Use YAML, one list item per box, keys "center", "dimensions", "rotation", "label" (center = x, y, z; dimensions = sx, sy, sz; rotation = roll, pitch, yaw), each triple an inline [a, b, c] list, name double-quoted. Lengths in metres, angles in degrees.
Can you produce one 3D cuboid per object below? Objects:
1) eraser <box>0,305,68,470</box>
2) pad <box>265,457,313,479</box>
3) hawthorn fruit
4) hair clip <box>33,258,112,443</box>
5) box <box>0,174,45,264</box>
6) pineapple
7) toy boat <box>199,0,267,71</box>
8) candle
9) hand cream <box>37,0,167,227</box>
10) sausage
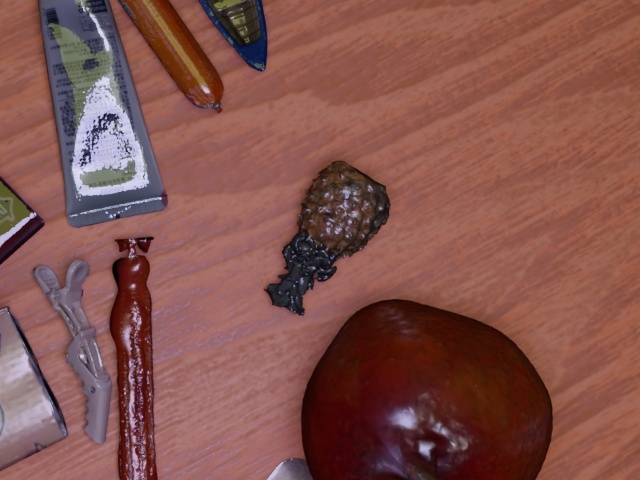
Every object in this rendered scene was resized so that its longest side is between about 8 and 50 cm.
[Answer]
- center: [-0.455, 0.216, 1.416]
  dimensions: [0.290, 0.087, 0.171]
  rotation: [-26, 83, -10]
  label: "eraser"
- center: [-0.052, 0.413, 1.500]
  dimensions: [0.176, 0.002, 0.266]
  rotation: [40, 80, -3]
  label: "pad"
- center: [0.107, 0.209, 1.410]
  dimensions: [0.311, 0.295, 0.295]
  rotation: [-4, 83, -52]
  label: "hawthorn fruit"
- center: [-0.278, 0.128, 1.465]
  dimensions: [0.072, 0.034, 0.226]
  rotation: [-21, 86, 29]
  label: "hair clip"
- center: [-0.446, 0.012, 1.451]
  dimensions: [0.224, 0.069, 0.120]
  rotation: [-42, 92, -12]
  label: "box"
- center: [0.000, 0.000, 1.509]
  dimensions: [0.108, 0.108, 0.197]
  rotation: [35, 90, -4]
  label: "pineapple"
- center: [-0.117, -0.313, 1.546]
  dimensions: [0.080, 0.046, 0.229]
  rotation: [-23, 88, -11]
  label: "toy boat"
- center: [-0.224, 0.158, 1.479]
  dimensions: [0.051, 0.048, 0.329]
  rotation: [-4, 84, 18]
  label: "candle"
- center: [-0.280, -0.192, 1.507]
  dimensions: [0.124, 0.078, 0.340]
  rotation: [-12, 94, -11]
  label: "hand cream"
- center: [-0.222, -0.302, 1.524]
  dimensions: [0.053, 0.053, 0.348]
  rotation: [-34, 90, -11]
  label: "sausage"
